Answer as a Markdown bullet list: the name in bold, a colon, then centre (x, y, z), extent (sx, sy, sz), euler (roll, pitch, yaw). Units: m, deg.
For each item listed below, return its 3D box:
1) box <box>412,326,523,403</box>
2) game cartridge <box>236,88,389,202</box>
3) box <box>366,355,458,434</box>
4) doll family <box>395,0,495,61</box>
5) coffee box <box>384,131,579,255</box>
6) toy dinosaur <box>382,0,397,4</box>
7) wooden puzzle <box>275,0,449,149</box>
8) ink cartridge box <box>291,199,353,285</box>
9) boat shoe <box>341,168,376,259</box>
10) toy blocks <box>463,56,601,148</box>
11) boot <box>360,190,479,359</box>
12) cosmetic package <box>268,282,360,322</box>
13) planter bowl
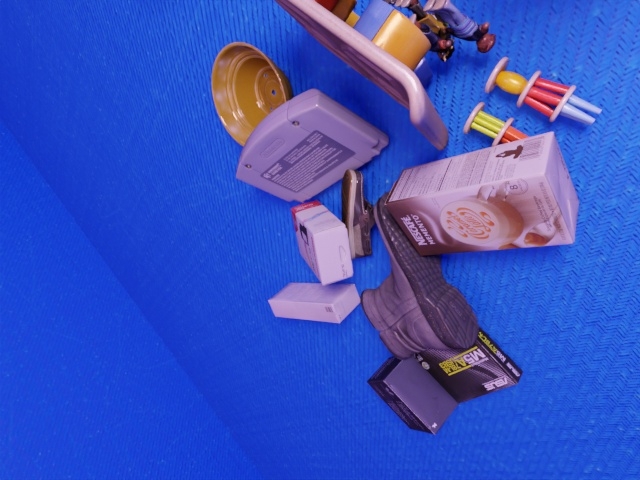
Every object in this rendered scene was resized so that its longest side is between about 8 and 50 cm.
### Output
- **box**: centre (0.296, 0.254, 0.886), extent (0.184, 0.045, 0.190), euler (50, 139, 9)
- **game cartridge**: centre (-0.038, -0.175, 0.816), extent (0.198, 0.062, 0.297), euler (26, 148, -30)
- **box**: centre (0.210, 0.358, 0.960), extent (0.156, 0.093, 0.158), euler (45, 160, 9)
- **doll family**: centre (0.166, -0.301, 0.585), extent (0.076, 0.111, 0.193), euler (-53, 32, 21)
- **coffee box**: centre (0.251, -0.060, 0.650), extent (0.247, 0.098, 0.141), euler (-8, 132, 45)
- **toy dinosaur**: centre (0.122, -0.419, 0.596), extent (0.268, 0.064, 0.118), euler (4, 113, 45)
- **wooden puzzle**: centre (0.059, -0.284, 0.578), extent (0.348, 0.322, 0.080), euler (46, 109, 11)
- **ink cartridge box**: centre (0.000, 0.000, 0.905), extent (0.175, 0.073, 0.127), euler (-131, 28, -61)
- **boat shoe**: centre (0.084, -0.052, 0.858), extent (0.074, 0.080, 0.223), euler (-6, 129, -4)
- **toy blocks**: centre (0.302, -0.177, 0.591), extent (0.148, 0.054, 0.123), euler (35, 134, 19)
- **boot**: centre (0.149, 0.087, 0.839), extent (0.223, 0.118, 0.338), euler (-32, 79, 54)
- **cosmetic package**: centre (-0.020, 0.160, 1.071), extent (0.239, 0.099, 0.060), euler (-4, 115, 44)
- **planter bowl**: centre (-0.125, -0.307, 0.864), extent (0.217, 0.090, 0.217), euler (22, 129, 30)
